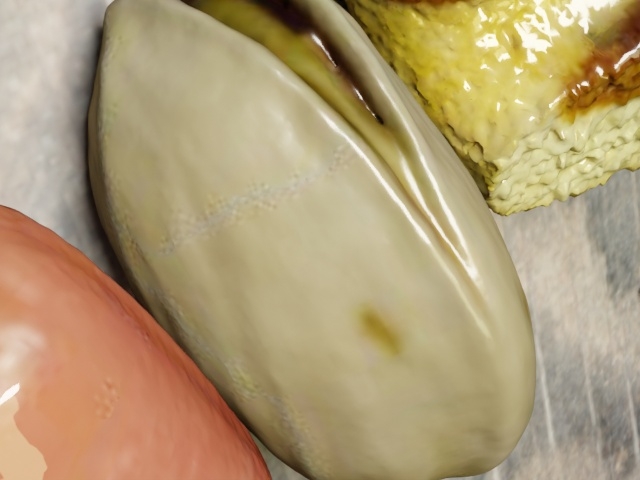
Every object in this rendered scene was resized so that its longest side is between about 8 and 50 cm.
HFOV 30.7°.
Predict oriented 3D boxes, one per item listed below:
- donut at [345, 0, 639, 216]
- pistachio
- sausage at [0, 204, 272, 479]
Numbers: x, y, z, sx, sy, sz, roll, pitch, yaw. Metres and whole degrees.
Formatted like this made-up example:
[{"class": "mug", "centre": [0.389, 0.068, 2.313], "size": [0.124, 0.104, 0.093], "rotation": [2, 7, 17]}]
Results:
[{"class": "donut", "centre": [0.064, -0.126, 0.460], "size": [0.112, 0.151, 0.295], "rotation": [-38, 152, -14]}, {"class": "pistachio", "centre": [0.000, 0.000, 0.458], "size": [0.138, 0.153, 0.238], "rotation": [-43, 105, -36]}, {"class": "sausage", "centre": [-0.093, 0.088, 0.396], "size": [0.148, 0.148, 0.254], "rotation": [-50, 134, -18]}]
